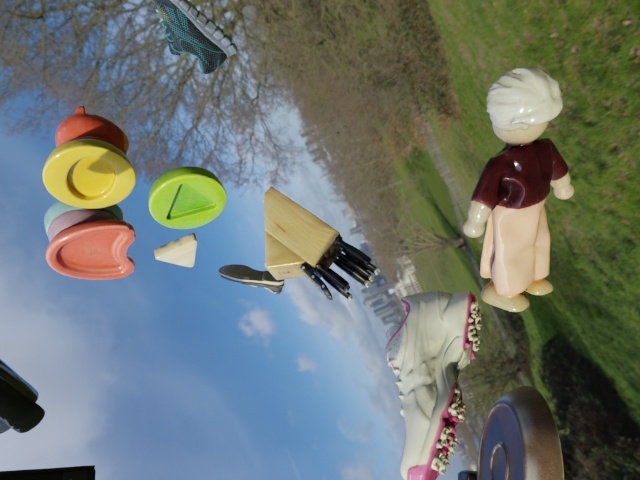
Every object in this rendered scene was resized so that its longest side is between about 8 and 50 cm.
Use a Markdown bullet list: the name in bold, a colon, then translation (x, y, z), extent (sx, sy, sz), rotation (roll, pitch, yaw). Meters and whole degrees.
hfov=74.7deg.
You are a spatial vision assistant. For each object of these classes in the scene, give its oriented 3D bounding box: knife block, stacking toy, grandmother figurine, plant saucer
- **knife block**: translation (0.000, 0.000, 0.944), extent (0.088, 0.242, 0.276), rotation (67, -164, -64)
- **stacking toy**: translation (-0.337, -0.073, 0.752), extent (0.279, 0.309, 0.130), rotation (2, -132, -36)
- **grandmother figurine**: translation (0.278, -0.064, 0.597), extent (0.104, 0.208, 0.342), rotation (22, 131, 47)
- **plant saucer**: translation (0.349, 0.423, 0.773), extent (0.310, 0.050, 0.311), rotation (11, -90, -85)

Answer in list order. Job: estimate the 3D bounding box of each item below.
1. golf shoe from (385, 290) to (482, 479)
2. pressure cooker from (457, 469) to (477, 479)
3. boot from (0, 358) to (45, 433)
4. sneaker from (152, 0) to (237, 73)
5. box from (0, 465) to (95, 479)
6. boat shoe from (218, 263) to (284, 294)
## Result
- **golf shoe**: translation (0.157, 0.210, 0.649), extent (0.306, 0.140, 0.115), rotation (-63, -35, -33)
- **pressure cooker**: translation (0.481, 0.767, 0.987), extent (0.370, 0.420, 0.375), rotation (-85, 3, -68)
- **boot**: translation (-0.317, 0.097, 0.340), extent (0.198, 0.077, 0.137), rotation (2, 134, 44)
- **sneaker**: translation (-0.205, -0.310, 0.610), extent (0.166, 0.076, 0.065), rotation (35, -163, -32)
- **box**: translation (-0.506, 0.525, 0.652), extent (0.293, 0.073, 0.295), rotation (41, -151, -54)
- **boat shoe**: translation (-0.214, 0.126, 1.293), extent (0.075, 0.206, 0.065), rotation (-79, -2, -58)
